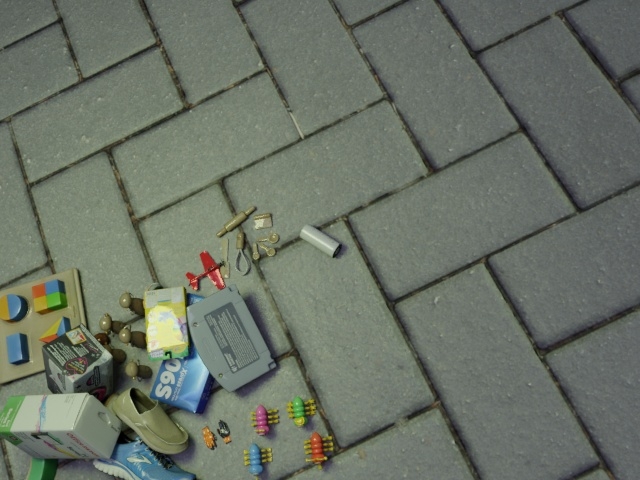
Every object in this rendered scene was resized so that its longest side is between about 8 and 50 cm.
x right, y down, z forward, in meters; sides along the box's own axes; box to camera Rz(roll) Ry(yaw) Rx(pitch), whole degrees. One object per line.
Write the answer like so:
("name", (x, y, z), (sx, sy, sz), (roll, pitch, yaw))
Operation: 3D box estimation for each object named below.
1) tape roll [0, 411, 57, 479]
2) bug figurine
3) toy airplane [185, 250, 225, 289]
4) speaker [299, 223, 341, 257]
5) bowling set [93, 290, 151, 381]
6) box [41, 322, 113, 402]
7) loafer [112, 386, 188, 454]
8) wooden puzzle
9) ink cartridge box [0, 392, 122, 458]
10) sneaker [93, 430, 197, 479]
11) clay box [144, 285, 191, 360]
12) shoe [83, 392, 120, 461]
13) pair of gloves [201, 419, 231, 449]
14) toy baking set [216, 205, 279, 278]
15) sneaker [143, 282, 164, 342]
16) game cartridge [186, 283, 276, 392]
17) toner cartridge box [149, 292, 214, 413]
("tape roll", (-1.003, 0.712, 1.833), (0.321, 0.077, 0.321), (-3, 73, 8))
("bug figurine", (-0.110, 0.587, 1.721), (0.279, 0.072, 0.216), (-13, 71, 6))
("toy airplane", (-0.388, 0.109, 1.934), (0.151, 0.028, 0.151), (-3, 76, 11))
("speaker", (0.000, 0.000, 1.892), (0.136, 0.055, 0.055), (32, 81, 17))
("bowling set", (-0.662, 0.324, 1.853), (0.200, 0.154, 0.287), (-14, 71, 5))
("box", (-0.743, 0.409, 1.775), (0.163, 0.247, 0.142), (40, 48, 18))
("loafer", (-0.508, 0.542, 1.742), (0.268, 0.102, 0.092), (33, 113, 5))
("wooden puzzle", (-0.970, 0.283, 1.957), (0.348, 0.080, 0.322), (-19, 71, 4))
("ink cartridge box", (-0.761, 0.548, 1.691), (0.278, 0.201, 0.117), (-6, 46, 16))
("sneaker", (-0.521, 0.661, 1.740), (0.330, 0.130, 0.147), (15, 79, 14))
("clay box", (-0.478, 0.262, 1.805), (0.127, 0.053, 0.222), (-7, 72, -4))
("shoe", (-0.678, 0.593, 1.814), (0.058, 0.076, 0.219), (18, 75, 20))
("pair of gloves", (-0.322, 0.602, 1.785), (0.083, 0.010, 0.074), (-26, 70, 0))
("toy baking set", (-0.259, 0.005, 1.947), (0.256, 0.030, 0.197), (-34, 71, -2))
("sneaker", (-0.519, 0.243, 1.881), (0.083, 0.084, 0.215), (-15, 78, 39))
("game cartridge", (-0.287, 0.306, 1.783), (0.196, 0.060, 0.294), (-26, 88, -22))
("toner cartridge box", (-0.401, 0.356, 1.840), (0.165, 0.075, 0.348), (14, 76, 12))
